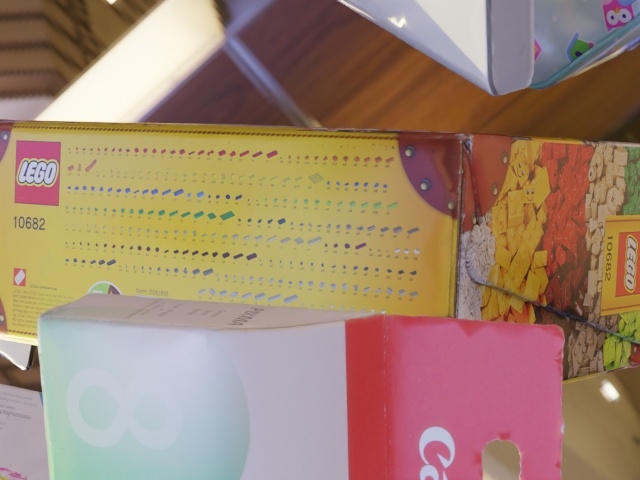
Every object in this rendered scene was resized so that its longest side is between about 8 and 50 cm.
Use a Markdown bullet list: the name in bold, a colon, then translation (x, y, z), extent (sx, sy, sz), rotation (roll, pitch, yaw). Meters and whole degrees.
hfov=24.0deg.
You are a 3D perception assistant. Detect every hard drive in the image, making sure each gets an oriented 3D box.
- **hard drive**: translation (0.057, -0.250, 1.104), extent (0.307, 0.040, 0.203), rotation (-137, 36, -54)

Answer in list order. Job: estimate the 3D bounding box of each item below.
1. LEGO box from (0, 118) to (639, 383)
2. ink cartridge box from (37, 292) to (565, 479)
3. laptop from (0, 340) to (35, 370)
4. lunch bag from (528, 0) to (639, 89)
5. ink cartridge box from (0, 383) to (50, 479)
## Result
- **LEGO box**: translation (0.000, 0.000, 1.294), extent (0.372, 0.500, 0.193), rotation (-3, -84, -55)
- **ink cartridge box**: translation (-0.010, 0.120, 0.660), extent (0.056, 0.225, 0.181), rotation (-34, -55, -65)
- **laptop**: translation (-0.508, -0.072, 1.694), extent (0.382, 0.408, 0.236), rotation (30, -149, 25)
- **lunch bag**: translation (0.209, -0.282, 1.287), extent (0.108, 0.224, 0.279), rotation (-22, -98, -40)
- **ink cartridge box**: translation (-0.335, 0.288, 1.693), extent (0.134, 0.231, 0.078), rotation (11, 163, 3)
